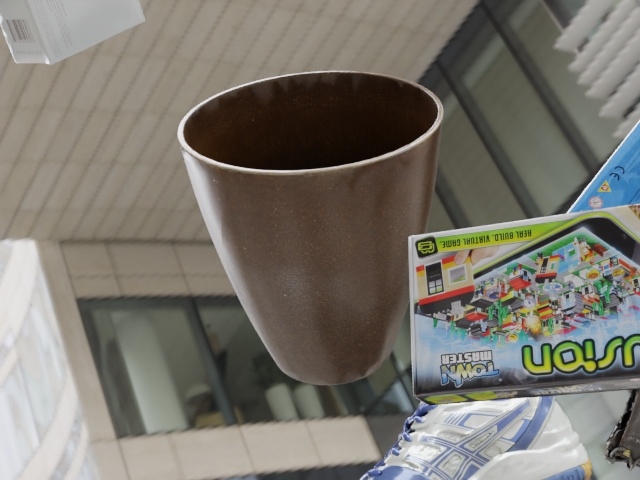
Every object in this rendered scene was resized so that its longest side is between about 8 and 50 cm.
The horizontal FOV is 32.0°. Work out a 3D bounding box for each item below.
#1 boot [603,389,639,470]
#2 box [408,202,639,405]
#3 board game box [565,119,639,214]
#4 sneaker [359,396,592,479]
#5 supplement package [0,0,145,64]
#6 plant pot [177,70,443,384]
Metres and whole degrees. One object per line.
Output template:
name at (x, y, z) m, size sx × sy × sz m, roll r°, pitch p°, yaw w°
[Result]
boot at (0.426, 0.270, 1.243) m, size 0.229 × 0.263 × 0.091 m, roll 19°, pitch -21°, yaw 2°
box at (0.161, 0.041, 0.718) m, size 0.207 × 0.114 × 0.036 m, roll -9°, pitch -21°, yaw 21°
board game box at (0.369, -0.025, 1.310) m, size 0.308 × 0.086 × 0.302 m, roll -49°, pitch -20°, yaw -16°
sneaker at (0.094, 0.196, 0.982) m, size 0.296 × 0.131 × 0.112 m, roll -11°, pitch -21°, yaw -31°
supplement package at (-0.369, -0.339, 1.640) m, size 0.179 × 0.105 × 0.105 m, roll -35°, pitch -60°, yaw -35°
plant pot at (0.000, 0.000, 0.956) m, size 0.215 × 0.215 × 0.230 m, roll -14°, pitch -60°, yaw -16°
